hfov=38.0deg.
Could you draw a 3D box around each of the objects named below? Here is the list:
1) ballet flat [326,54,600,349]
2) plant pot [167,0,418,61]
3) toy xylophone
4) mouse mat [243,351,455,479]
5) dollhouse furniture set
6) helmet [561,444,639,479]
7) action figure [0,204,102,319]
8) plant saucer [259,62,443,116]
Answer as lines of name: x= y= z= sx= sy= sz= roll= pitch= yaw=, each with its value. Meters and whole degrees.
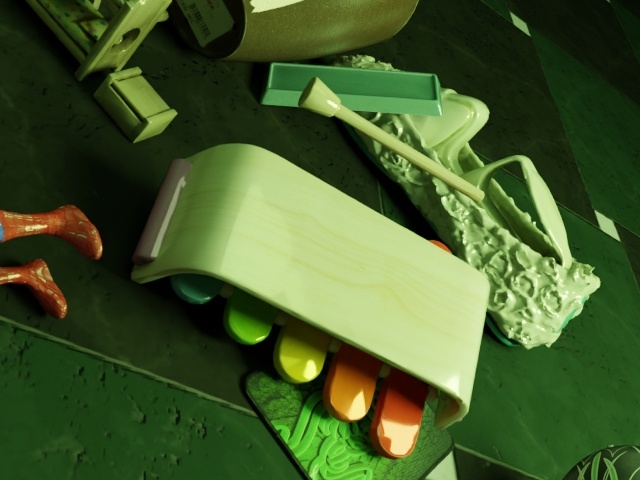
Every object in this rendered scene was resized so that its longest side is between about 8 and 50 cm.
ballet flat: x=0.163 y=-0.074 z=1.029 sx=0.147 sy=0.147 sz=0.408 roll=-13 pitch=65 yaw=-53
plant pot: x=-0.043 y=-0.272 z=0.967 sx=0.215 sy=0.215 sz=0.230 roll=50 pitch=48 yaw=4
toy xylophone: x=0.023 y=0.016 z=0.759 sx=0.323 sy=0.081 sz=0.236 roll=36 pitch=56 yaw=-15
mouse mat: x=0.031 y=0.144 z=0.769 sx=0.152 sy=0.007 sz=0.190 roll=53 pitch=35 yaw=8
dollhouse furniture set: x=-0.153 y=-0.205 z=0.837 sx=0.182 sy=0.101 sz=0.161 roll=49 pitch=33 yaw=3
helmet: x=0.265 y=0.259 z=0.770 sx=0.161 sy=0.169 sz=0.169 roll=54 pitch=30 yaw=-19
action figure: x=-0.233 y=0.046 z=0.491 sx=0.280 sy=0.091 sz=0.139 roll=-3 pitch=45 yaw=-49
plant saucer: x=0.034 y=-0.162 z=0.984 sx=0.192 sy=0.018 sz=0.067 roll=3 pitch=42 yaw=0
